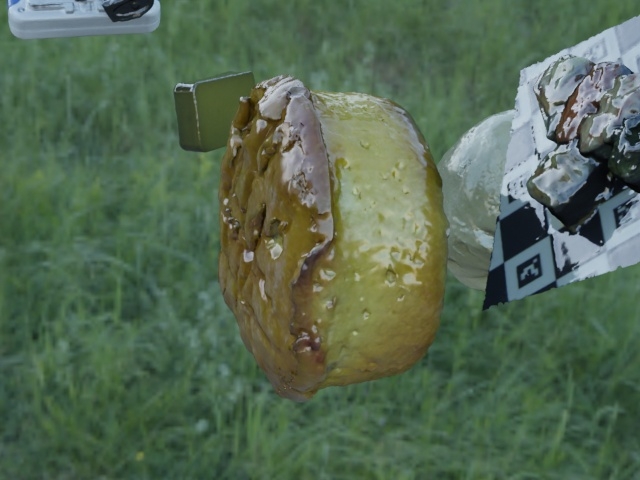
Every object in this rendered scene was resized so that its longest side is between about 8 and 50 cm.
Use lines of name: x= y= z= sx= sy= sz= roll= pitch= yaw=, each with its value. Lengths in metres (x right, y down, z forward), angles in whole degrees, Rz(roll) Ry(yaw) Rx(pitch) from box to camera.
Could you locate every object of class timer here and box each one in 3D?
timer: x=-0.407 y=-0.432 z=1.894 sx=0.253 sy=0.078 sz=0.178 roll=-6 pitch=58 yaw=-14

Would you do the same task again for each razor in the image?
razor: x=-0.311 y=-0.417 z=1.787 sx=0.090 sy=0.054 sz=0.148 roll=-20 pitch=55 yaw=9

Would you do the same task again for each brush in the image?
brush: x=-0.184 y=-0.233 z=1.986 sx=0.059 sy=0.123 sz=0.197 roll=6 pitch=17 yaw=28

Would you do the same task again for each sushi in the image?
sushi: x=0.288 y=-0.122 z=1.153 sx=0.069 sy=0.339 sz=0.320 roll=32 pitch=-34 yaw=-30

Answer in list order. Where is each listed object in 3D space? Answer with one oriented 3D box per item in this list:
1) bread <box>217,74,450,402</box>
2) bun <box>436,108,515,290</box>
bread: x=0.000 y=0.000 z=1.319 sx=0.215 sy=0.398 sz=0.398 roll=-4 pitch=20 yaw=-19
bun: x=0.366 y=-0.076 z=2.027 sx=0.362 sy=0.326 sz=0.234 roll=-37 pitch=36 yaw=-3
